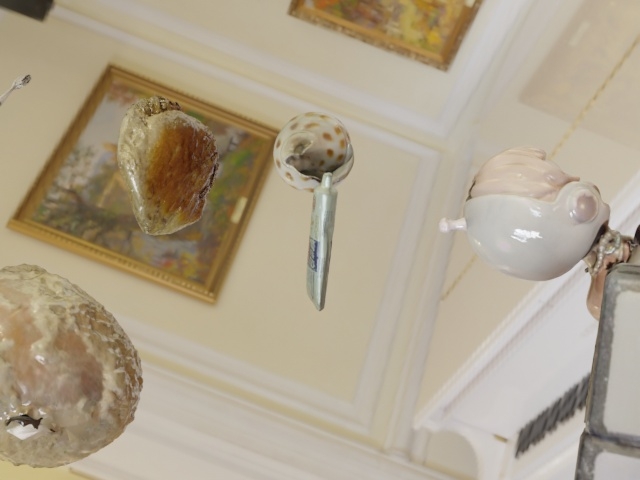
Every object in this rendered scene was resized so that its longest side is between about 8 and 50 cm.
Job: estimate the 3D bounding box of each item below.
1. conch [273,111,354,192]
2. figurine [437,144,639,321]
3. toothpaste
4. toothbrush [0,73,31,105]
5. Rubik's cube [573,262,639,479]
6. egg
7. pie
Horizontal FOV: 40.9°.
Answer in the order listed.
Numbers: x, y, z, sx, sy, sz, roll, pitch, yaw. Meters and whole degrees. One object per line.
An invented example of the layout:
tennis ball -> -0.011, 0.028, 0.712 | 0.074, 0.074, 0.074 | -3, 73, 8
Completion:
conch -> -0.011, -0.197, 1.922 | 0.275, 0.183, 0.148 | -34, 0, -41
figurine -> 0.400, -0.009, 1.428 | 0.211, 0.361, 0.253 | -49, -10, -26
toothpaste -> 0.000, 0.000, 1.377 | 0.060, 0.038, 0.233 | 44, 134, 52
toothbrush -> -0.556, -0.223, 1.453 | 0.257, 0.024, 0.018 | -70, -38, -53
Rubik's cube -> 0.434, 0.209, 0.801 | 0.318, 0.316, 0.313 | 20, -102, -57
egg -> -0.398, 0.175, 1.175 | 0.279, 0.310, 0.279 | -51, 10, 12
pie -> -0.186, -0.084, 1.045 | 0.193, 0.079, 0.163 | 34, -112, -70
